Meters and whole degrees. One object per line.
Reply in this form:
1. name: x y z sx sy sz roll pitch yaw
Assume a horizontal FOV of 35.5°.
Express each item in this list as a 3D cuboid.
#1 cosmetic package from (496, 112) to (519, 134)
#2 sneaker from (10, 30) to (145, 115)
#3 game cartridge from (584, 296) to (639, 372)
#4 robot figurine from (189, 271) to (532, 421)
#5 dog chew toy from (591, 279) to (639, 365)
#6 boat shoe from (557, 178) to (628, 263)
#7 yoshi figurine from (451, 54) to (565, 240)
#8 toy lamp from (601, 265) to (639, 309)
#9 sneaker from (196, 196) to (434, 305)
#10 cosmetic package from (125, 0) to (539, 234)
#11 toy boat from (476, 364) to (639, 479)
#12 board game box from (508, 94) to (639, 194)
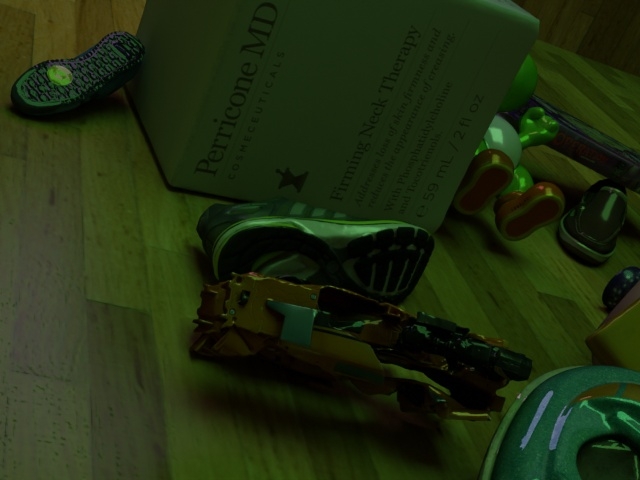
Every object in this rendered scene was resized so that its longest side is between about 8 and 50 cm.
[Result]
1. cosmetic package: 0.299 -0.185 1.751 0.060 0.099 0.239 36 26 23
2. sneaker: -0.308 -0.194 1.266 0.069 0.082 0.209 46 45 3
3. game cartridge: 0.467 0.139 0.959 0.324 0.285 0.053 53 -4 11
4. robot figurine: 0.038 0.098 0.892 0.290 0.085 0.211 17 -10 -13
5. dog chew toy: 0.460 0.170 1.073 0.332 0.207 0.206 41 28 17
6. boat shoe: 0.446 -0.045 1.606 0.095 0.095 0.257 28 24 8
7. yoshi figurine: 0.262 -0.181 1.481 0.202 0.204 0.362 -6 40 -1
8. toy lamp: 0.484 0.137 1.296 0.080 0.080 0.275 4 31 -38
9. sneaker: 0.000 0.000 1.094 0.299 0.111 0.121 7 25 -38
10. cosmetic package: -0.005 -0.248 1.315 0.393 0.330 0.327 10 29 -28
11. toy boat: 0.293 0.224 0.816 0.318 0.148 0.267 35 42 10
12. board game box: 0.466 -0.158 1.704 0.346 0.056 0.208 22 25 -29
